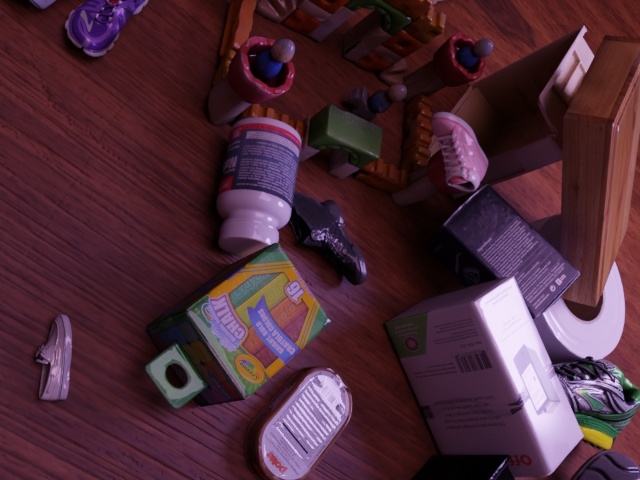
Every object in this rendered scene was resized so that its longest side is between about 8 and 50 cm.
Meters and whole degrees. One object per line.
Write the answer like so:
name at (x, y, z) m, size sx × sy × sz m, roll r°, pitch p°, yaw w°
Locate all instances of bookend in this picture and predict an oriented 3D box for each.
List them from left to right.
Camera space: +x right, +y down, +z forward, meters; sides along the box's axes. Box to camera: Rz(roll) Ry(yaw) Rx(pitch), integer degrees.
bookend at (0.239, 0.407, 1.050) m, size 0.072 × 0.156 × 0.157 m, roll -34°, pitch 97°, yaw -39°

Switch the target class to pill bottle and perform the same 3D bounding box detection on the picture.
pill bottle at (-0.090, -0.072, 0.990) m, size 0.108 × 0.108 × 0.180 m, roll 21°, pitch 64°, yaw -30°

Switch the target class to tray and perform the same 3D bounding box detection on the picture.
tray at (0.459, -0.097, 1.146) m, size 0.203 × 0.076 × 0.411 m, roll -56°, pitch 145°, yaw -30°

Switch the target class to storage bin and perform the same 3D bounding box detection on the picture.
storage bin at (0.353, -0.220, 1.267) m, size 0.123 × 0.262 × 0.260 m, roll 50°, pitch 53°, yaw -15°

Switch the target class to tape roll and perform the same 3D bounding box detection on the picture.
tape roll at (0.461, 0.093, 1.350) m, size 0.286 × 0.100 × 0.286 m, roll 12°, pitch 69°, yaw -33°

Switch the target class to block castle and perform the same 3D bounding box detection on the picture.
block castle at (0.067, -0.266, 1.100) m, size 0.453 × 0.212 × 0.303 m, roll 21°, pitch 64°, yaw -30°

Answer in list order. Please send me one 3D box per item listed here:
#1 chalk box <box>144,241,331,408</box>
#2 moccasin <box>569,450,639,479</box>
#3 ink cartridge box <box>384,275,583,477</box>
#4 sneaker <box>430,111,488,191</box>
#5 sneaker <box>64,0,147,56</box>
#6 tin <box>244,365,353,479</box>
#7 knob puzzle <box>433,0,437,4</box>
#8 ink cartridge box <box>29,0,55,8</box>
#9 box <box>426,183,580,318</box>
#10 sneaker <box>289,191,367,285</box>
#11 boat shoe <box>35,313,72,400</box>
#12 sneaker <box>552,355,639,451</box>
chalk box at (-0.120, 0.121, 0.890) m, size 0.213 × 0.132 × 0.132 m, roll -40°, pitch 100°, yaw -38°
moccasin at (0.444, 0.533, 1.174) m, size 0.139 × 0.147 × 0.380 m, roll 16°, pitch 61°, yaw 18°
ink cartridge box at (0.249, 0.216, 1.090) m, size 0.114 × 0.198 × 0.273 m, roll -24°, pitch 91°, yaw -40°
sneaker at (0.203, -0.126, 1.045) m, size 0.134 × 0.051 × 0.070 m, roll 45°, pitch 57°, yaw -33°
sneaker at (-0.282, -0.321, 0.950) m, size 0.068 × 0.071 × 0.170 m, roll 38°, pitch 57°, yaw -21°
tin at (-0.026, 0.255, 0.980) m, size 0.106 × 0.040 × 0.190 m, roll 50°, pitch 53°, yaw -7°
knob puzzle at (0.183, -0.553, 1.393) m, size 0.213 × 0.030 × 0.213 m, roll 12°, pitch 69°, yaw -34°
ink cartridge box at (-0.329, -0.523, 0.875) m, size 0.330 × 0.071 × 0.324 m, roll -38°, pitch 99°, yaw -3°
box at (0.293, 0.030, 1.159) m, size 0.108 × 0.153 × 0.207 m, roll -42°, pitch 83°, yaw -11°
sneaker at (0.002, -0.001, 1.074) m, size 0.089 × 0.051 × 0.170 m, roll -19°, pitch 83°, yaw -39°
boat shoe at (-0.310, 0.135, 0.810) m, size 0.035 × 0.035 × 0.100 m, roll 8°, pitch 78°, yaw -37°
sneaker at (0.433, 0.251, 1.231) m, size 0.343 × 0.134 × 0.146 m, roll 25°, pitch 105°, yaw -34°
